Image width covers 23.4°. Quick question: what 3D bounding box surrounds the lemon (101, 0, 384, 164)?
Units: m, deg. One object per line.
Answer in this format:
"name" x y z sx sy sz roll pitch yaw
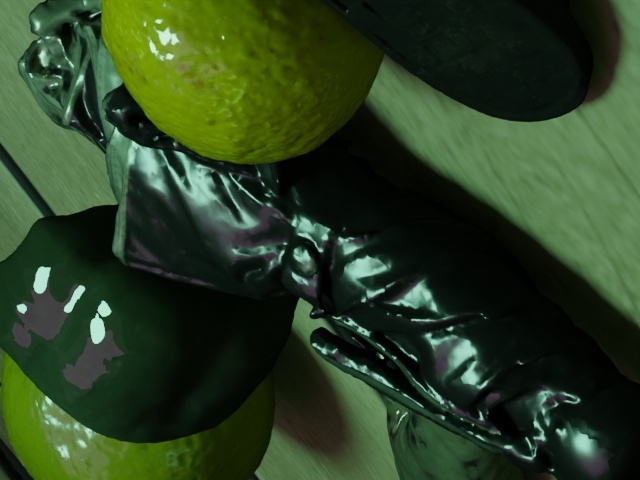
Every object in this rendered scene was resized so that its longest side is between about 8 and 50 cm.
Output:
"lemon" -0.028 -0.086 0.576 0.109 0.109 0.133 42 159 15

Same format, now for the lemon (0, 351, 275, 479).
"lemon" -0.120 0.107 1.030 0.184 0.184 0.248 40 159 22

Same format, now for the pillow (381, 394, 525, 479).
"pillow" 0.074 0.133 0.861 0.093 0.051 0.241 35 159 32

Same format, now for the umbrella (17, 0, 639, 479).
"umbrella" -0.002 -0.002 0.687 0.357 0.106 0.113 39 153 23

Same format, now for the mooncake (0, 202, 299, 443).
"mooncake" -0.091 0.018 0.825 0.168 0.175 0.104 16 128 -17

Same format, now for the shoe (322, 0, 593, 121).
"shoe" 0.028 -0.104 0.510 0.179 0.049 0.071 32 156 -25
